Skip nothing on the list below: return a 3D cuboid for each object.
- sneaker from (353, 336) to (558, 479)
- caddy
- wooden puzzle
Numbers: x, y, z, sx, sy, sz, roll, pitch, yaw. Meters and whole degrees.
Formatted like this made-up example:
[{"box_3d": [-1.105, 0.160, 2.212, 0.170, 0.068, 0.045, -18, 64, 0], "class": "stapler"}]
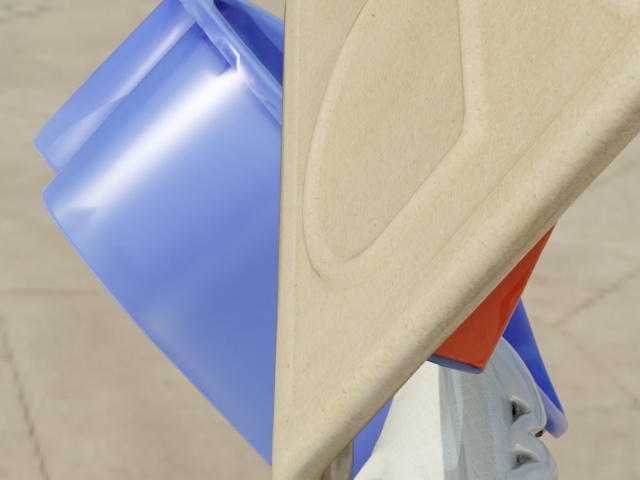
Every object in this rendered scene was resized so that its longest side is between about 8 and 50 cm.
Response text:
[{"box_3d": [0.010, 0.161, 0.706, 0.118, 0.292, 0.110, 19, -20, -9], "class": "sneaker"}, {"box_3d": [0.000, 0.000, 1.035, 0.179, 0.341, 0.241, -40, 21, 4], "class": "caddy"}, {"box_3d": [0.074, -0.125, 0.585, 0.080, 0.348, 0.322, 14, 49, -16], "class": "wooden puzzle"}]
